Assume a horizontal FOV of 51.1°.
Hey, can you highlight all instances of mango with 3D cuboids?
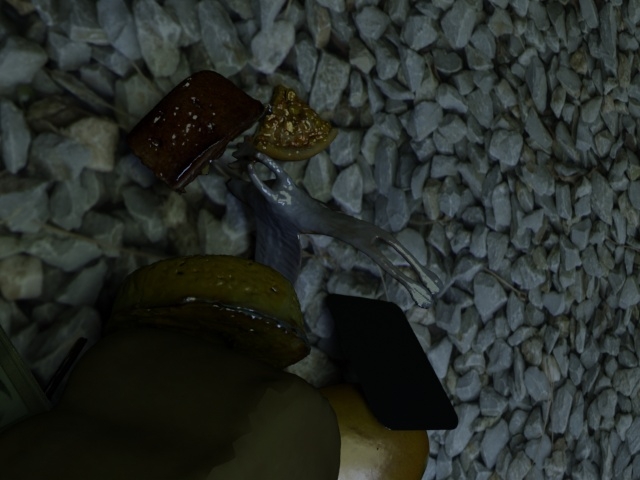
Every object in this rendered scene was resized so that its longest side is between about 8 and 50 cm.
[{"bbox_3d":[0.025,0.324,1.039,0.317,0.173,0.211,12,77,-27],"label":"mango"}]

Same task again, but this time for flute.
[{"bbox_3d":[-0.329,0.194,0.783,0.014,0.014,0.269,54,18,-20],"label":"flute"}]

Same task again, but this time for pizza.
[{"bbox_3d":[-0.045,-0.194,1.102,0.178,0.041,0.131,0,85,-36],"label":"pizza"}]

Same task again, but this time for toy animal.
[{"bbox_3d":[-0.016,-0.016,0.962,0.302,0.284,0.225,49,64,-24],"label":"toy animal"}]

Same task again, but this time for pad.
[{"bbox_3d":[0.116,0.196,1.104,0.181,0.004,0.267,10,39,-34],"label":"pad"}]

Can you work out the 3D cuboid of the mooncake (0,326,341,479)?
[{"bbox_3d":[-0.168,0.337,0.746,0.467,0.262,0.467,11,90,-68],"label":"mooncake"}]

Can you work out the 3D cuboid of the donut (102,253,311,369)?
[{"bbox_3d":[-0.148,0.096,0.897,0.272,0.272,0.107,20,55,-33],"label":"donut"}]

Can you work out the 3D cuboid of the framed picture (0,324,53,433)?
[{"bbox_3d":[-0.425,0.152,0.738,0.173,0.010,0.231,-28,63,-35],"label":"framed picture"}]

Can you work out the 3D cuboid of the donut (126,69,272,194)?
[{"bbox_3d":[-0.173,-0.167,0.958,0.126,0.144,0.186,40,90,-4],"label":"donut"}]
